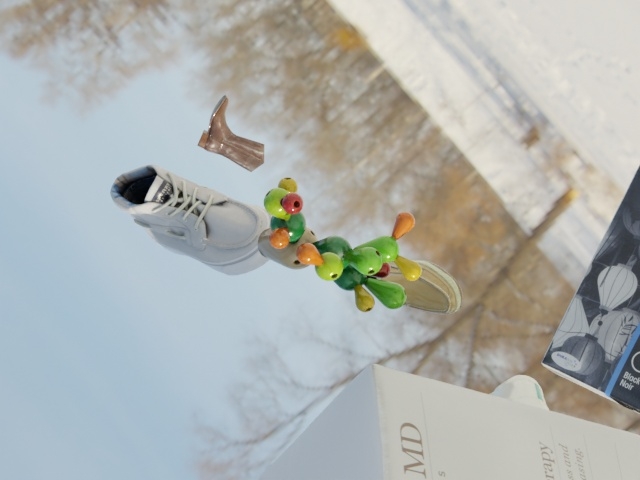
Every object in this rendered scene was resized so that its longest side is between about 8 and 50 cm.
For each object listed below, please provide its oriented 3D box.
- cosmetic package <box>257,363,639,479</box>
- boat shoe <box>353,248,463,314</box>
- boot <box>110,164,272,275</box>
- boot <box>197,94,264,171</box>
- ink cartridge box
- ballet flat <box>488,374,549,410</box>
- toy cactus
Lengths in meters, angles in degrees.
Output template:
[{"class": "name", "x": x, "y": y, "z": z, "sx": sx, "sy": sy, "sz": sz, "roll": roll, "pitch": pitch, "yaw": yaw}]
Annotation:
[{"class": "cosmetic package", "x": 0.157, "y": 0.397, "z": 1.372, "sx": 0.393, "sy": 0.327, "sz": 0.329, "roll": 17, "pitch": -134, "yaw": -23}, {"class": "boat shoe", "x": 0.101, "y": 0.059, "z": 1.588, "sx": 0.072, "sy": 0.068, "sz": 0.190, "roll": -18, "pitch": -153, "yaw": -39}, {"class": "boot", "x": -0.163, "y": -0.031, "z": 1.472, "sx": 0.258, "sy": 0.095, "sz": 0.123, "roll": 6, "pitch": 155, "yaw": 49}, {"class": "boot", "x": -0.135, "y": -0.177, "z": 1.992, "sx": 0.114, "sy": 0.106, "sz": 0.037, "roll": 25, "pitch": -153, "yaw": -9}, {"class": "ink cartridge box", "x": 0.384, "y": 0.023, "z": 1.274, "sx": 0.165, "sy": 0.333, "sz": 0.065, "roll": 24, "pitch": 175, "yaw": 35}, {"class": "ballet flat", "x": 0.223, "y": 0.345, "z": 1.885, "sx": 0.139, "sy": 0.400, "sz": 0.139, "roll": 25, "pitch": -140, "yaw": -23}, {"class": "toy cactus", "x": 0.000, "y": 0.000, "z": 1.265, "sx": 0.219, "sy": 0.112, "sz": 0.180, "roll": 26, "pitch": 168, "yaw": -38}]
